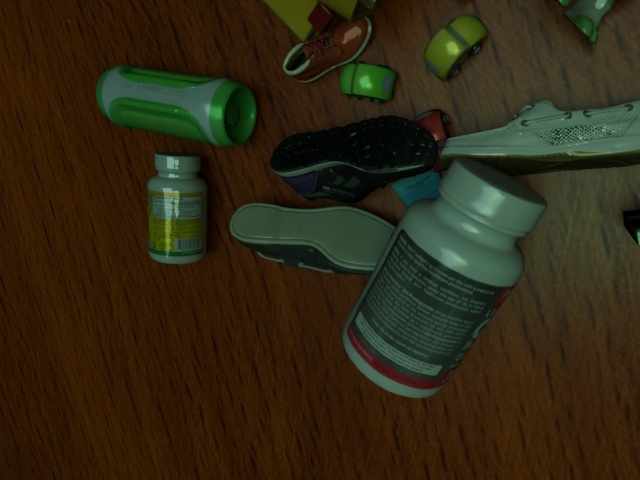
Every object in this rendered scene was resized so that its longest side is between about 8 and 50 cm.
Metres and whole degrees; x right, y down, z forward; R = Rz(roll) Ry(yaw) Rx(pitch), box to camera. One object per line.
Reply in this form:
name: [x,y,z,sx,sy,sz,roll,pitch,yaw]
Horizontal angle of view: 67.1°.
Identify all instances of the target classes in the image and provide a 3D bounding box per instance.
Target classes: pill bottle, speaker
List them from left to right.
speaker: [-0.274,-0.257,0.912,0.297,0.131,0.131,15,107,22]
pill bottle: [-0.284,-0.067,0.963,0.118,0.118,0.208,11,106,23]
pill bottle: [0.169,0.052,0.682,0.176,0.176,0.318,32,117,16]

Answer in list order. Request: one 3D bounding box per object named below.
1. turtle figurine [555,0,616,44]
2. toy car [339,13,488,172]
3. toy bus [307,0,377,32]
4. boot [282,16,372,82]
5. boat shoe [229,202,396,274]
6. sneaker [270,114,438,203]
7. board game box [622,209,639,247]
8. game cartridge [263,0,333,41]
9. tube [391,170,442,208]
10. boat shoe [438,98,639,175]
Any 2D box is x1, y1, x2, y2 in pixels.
turtle figurine: [0.404,-0.344,0.531,0.266,0.198,0.274,-43,76,32]
toy car: [0.125,-0.241,0.762,0.225,0.053,0.238,16,105,23]
toy bus: [-0.002,-0.391,0.661,0.202,0.104,0.190,-3,121,36]
boot: [0.011,-0.314,0.789,0.158,0.085,0.059,-29,86,26]
boat shoe: [0.000,0.000,0.871,0.336,0.095,0.112,11,70,19]
sneaker: [0.065,-0.120,0.791,0.284,0.124,0.107,4,60,34]
board game box: [0.523,-0.027,0.579,0.260,0.136,0.030,-5,98,27]
game cartridge: [-0.057,-0.530,0.745,0.323,0.053,0.285,50,137,9]
tube: [0.199,-0.021,0.785,0.080,0.052,0.207,-29,84,14]
boat shoe: [0.309,-0.149,0.681,0.277,0.098,0.096,-1,83,15]
